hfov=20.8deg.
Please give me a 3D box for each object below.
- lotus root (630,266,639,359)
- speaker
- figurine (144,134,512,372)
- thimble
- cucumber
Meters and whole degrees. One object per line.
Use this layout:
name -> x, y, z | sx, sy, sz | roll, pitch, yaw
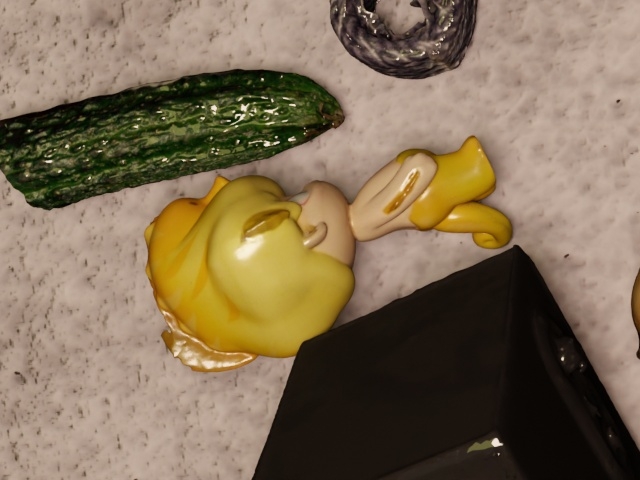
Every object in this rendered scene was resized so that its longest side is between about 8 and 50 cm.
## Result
lotus root -> 0.277, -0.003, 1.066 | 0.125, 0.118, 0.221 | 44, 106, 26
speaker -> 0.101, 0.181, 1.041 | 0.184, 0.232, 0.254 | -24, 110, 21
figurine -> 0.000, 0.000, 1.160 | 0.246, 0.156, 0.131 | -23, 82, 5
thimble -> 0.056, -0.163, 1.176 | 0.095, 0.066, 0.104 | -11, 84, 19
cucumber -> -0.114, -0.078, 1.235 | 0.265, 0.077, 0.077 | -13, 86, 19
